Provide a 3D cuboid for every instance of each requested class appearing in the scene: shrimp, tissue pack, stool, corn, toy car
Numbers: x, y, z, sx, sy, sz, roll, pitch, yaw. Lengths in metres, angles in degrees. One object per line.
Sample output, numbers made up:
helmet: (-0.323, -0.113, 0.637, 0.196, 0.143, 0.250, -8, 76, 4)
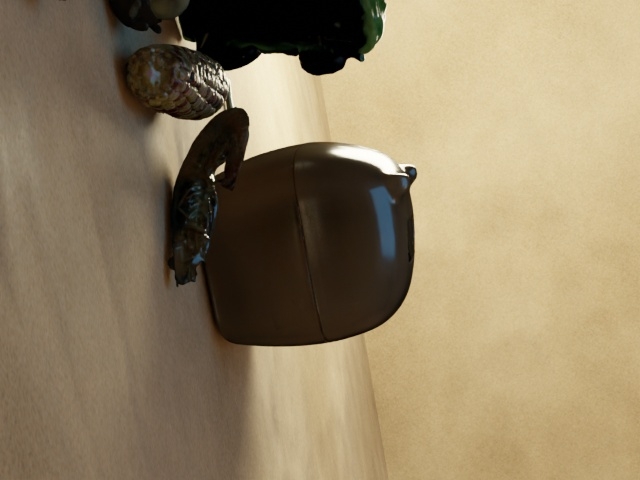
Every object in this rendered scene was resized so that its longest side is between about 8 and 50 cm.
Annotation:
shrimp: (-0.131, -0.057, 1.799, 0.143, 0.052, 0.251, -41, -143, 43)
tissue pack: (0.000, 0.000, 2.101, 0.387, 0.277, 0.267, -34, 117, -81)
stool: (-0.187, -0.315, 1.655, 0.125, 0.121, 0.217, -92, 165, -57)
corn: (-0.163, -0.183, 1.785, 0.253, 0.086, 0.086, -5, 85, -82)
toy car: (-0.076, -0.346, 1.993, 0.176, 0.359, 0.213, -54, 140, -40)

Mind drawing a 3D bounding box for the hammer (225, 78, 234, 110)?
hammer: (-0.127, -0.145, 2.333, 0.062, 0.013, 0.199, 31, 50, -81)
